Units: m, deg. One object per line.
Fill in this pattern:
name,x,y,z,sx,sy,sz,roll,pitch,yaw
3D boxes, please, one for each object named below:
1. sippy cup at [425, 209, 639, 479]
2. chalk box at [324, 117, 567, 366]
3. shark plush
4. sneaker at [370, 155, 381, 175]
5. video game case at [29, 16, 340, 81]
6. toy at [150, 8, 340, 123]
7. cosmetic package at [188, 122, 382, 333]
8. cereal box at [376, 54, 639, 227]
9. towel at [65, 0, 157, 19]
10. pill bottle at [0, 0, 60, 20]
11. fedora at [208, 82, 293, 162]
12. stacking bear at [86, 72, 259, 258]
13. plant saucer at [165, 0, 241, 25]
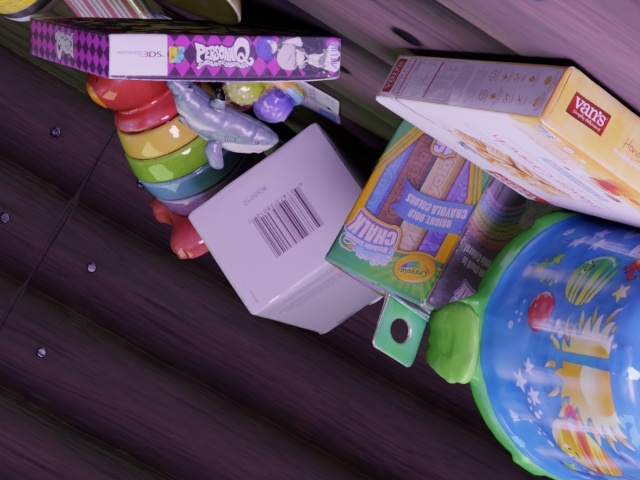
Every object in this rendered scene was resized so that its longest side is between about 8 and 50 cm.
sippy cup,0.253,0.088,0.964,0.240,0.305,0.224,61,169,-6
chalk box,0.108,0.010,1.193,0.132,0.213,0.132,27,175,42
shark plush,-0.119,-0.154,1.412,0.067,0.073,0.161,-18,118,47
sneaker,0.128,-0.014,1.450,0.106,0.123,0.290,31,179,-34
video game case,-0.127,-0.173,1.149,0.210,0.042,0.232,-4,-166,-27
toy,-0.093,-0.179,1.454,0.237,0.056,0.137,30,177,4
cosmetic package,0.000,0.000,1.633,0.155,0.197,0.365,55,-175,13
cereal box,0.164,-0.071,0.938,0.173,0.047,0.240,31,176,-25
towel,-0.238,-0.273,1.383,0.197,0.029,0.144,26,160,44
pill bottle,-0.322,-0.286,1.143,0.119,0.119,0.208,28,-179,36
fedora,-0.185,-0.145,1.901,0.334,0.152,0.334,30,177,2
stacking bear,-0.197,-0.150,1.648,0.289,0.164,0.175,60,176,-35
plant saucer,-0.162,-0.258,1.064,0.241,0.037,0.241,29,176,2
